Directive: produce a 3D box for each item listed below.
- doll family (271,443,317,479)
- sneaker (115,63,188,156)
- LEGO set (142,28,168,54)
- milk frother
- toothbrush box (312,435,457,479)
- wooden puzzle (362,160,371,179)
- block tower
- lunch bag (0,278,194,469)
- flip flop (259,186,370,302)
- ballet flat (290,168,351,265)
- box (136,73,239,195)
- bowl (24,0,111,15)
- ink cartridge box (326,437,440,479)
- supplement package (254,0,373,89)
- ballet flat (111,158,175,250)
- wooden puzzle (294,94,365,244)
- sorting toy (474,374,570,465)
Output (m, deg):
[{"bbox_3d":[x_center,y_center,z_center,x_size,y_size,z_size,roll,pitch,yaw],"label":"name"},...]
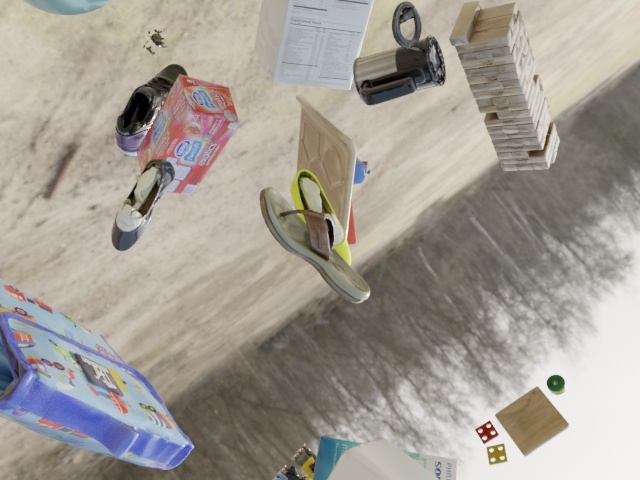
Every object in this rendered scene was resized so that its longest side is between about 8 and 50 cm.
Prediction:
[{"bbox_3d":[-0.049,0.636,1.861,0.193,0.111,0.076,-41,170,-33],"label":"doll family"},{"bbox_3d":[-0.403,-0.342,1.696,0.124,0.107,0.283,110,4,-63],"label":"sneaker"},{"bbox_3d":[-0.386,-0.461,1.613,0.023,0.054,0.083,-33,-170,49],"label":"LEGO set"},{"bbox_3d":[0.113,-0.301,1.124,0.134,0.143,0.129,-10,-163,29],"label":"milk frother"},{"bbox_3d":[0.123,0.549,1.421,0.126,0.295,0.216,98,4,-50],"label":"toothbrush box"},{"bbox_3d":[0.096,-0.175,1.745,0.083,0.049,0.006,0,163,45],"label":"wooden puzzle"},{"bbox_3d":[0.330,-0.255,1.207,0.097,0.335,0.091,0,-126,35],"label":"block tower"},{"bbox_3d":[-0.288,0.162,0.751,0.221,0.293,0.138,45,72,-44],"label":"lunch bag"},{"bbox_3d":[0.000,0.000,1.242,0.080,0.277,0.112,-41,-169,23],"label":"flip flop"},{"bbox_3d":[-0.002,-0.045,1.354,0.077,0.231,0.077,-15,150,-18],"label":"ballet flat"},{"bbox_3d":[-0.304,-0.233,1.569,0.128,0.123,0.257,8,139,-36],"label":"box"},{"bbox_3d":[-0.497,-0.577,1.251,0.311,0.311,0.163,-39,-173,10],"label":"bowl"},{"bbox_3d":[0.103,0.360,0.609,0.226,0.306,0.131,-58,157,0],"label":"ink cartridge box"},{"bbox_3d":[-0.018,-0.513,1.586,0.197,0.199,0.263,0,126,-22],"label":"supplement package"},{"bbox_3d":[-0.359,-0.075,1.365,0.203,0.074,0.074,-60,176,-7],"label":"ballet flat"},{"bbox_3d":[0.022,-0.147,1.679,0.080,0.322,0.348,-10,122,-18],"label":"wooden puzzle"},{"bbox_3d":[0.517,0.457,1.712,0.274,0.132,0.046,-35,131,2],"label":"sorting toy"}]
